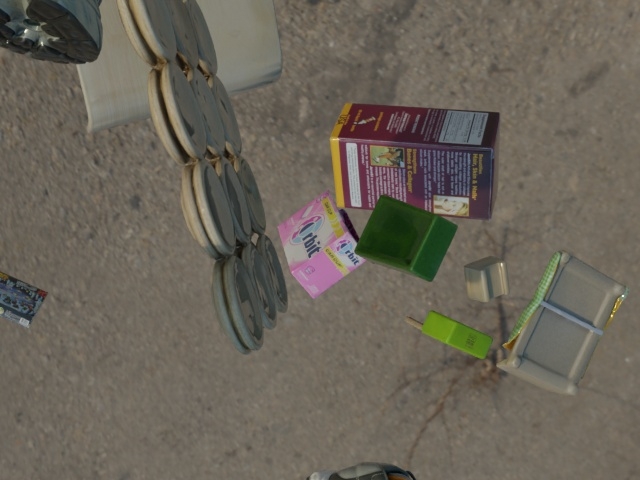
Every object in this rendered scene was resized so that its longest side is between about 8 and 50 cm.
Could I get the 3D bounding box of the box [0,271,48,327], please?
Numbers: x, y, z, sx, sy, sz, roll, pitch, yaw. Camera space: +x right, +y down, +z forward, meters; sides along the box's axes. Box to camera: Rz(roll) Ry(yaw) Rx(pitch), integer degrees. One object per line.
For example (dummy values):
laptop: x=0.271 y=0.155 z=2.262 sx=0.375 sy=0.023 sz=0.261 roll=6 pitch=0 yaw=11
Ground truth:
box: x=-0.557 y=0.094 z=1.604 sx=0.137 sy=0.094 sz=0.027 roll=25 pitch=111 yaw=-11

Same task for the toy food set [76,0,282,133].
toy food set: x=-0.174 y=-0.284 z=0.959 sx=0.219 sy=0.092 sz=0.306 roll=-18 pitch=112 yaw=-20

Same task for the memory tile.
memory tile: x=-0.044 y=-0.032 z=0.370 sx=0.012 sy=0.113 sz=0.148 roll=-16 pitch=96 yaw=7

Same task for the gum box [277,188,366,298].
gum box: x=0.000 y=0.000 z=1.464 sx=0.107 sy=0.188 sz=0.062 roll=-36 pitch=116 yaw=7

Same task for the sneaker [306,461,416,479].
sneaker: x=0.085 y=0.334 z=1.151 sx=0.108 sy=0.100 sz=0.271 roll=-24 pitch=153 yaw=16

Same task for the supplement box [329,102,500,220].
supplement box: x=0.113 y=-0.094 z=1.079 sx=0.188 sy=0.081 sz=0.104 roll=6 pitch=132 yaw=15

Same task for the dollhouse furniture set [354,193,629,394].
dollhouse furniture set: x=0.095 y=0.029 z=0.522 sx=0.151 sy=0.058 sz=0.076 roll=26 pitch=89 yaw=-29

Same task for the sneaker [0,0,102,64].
sneaker: x=-0.206 y=-0.225 z=0.564 sx=0.110 sy=0.283 sz=0.122 roll=5 pitch=73 yaw=4
